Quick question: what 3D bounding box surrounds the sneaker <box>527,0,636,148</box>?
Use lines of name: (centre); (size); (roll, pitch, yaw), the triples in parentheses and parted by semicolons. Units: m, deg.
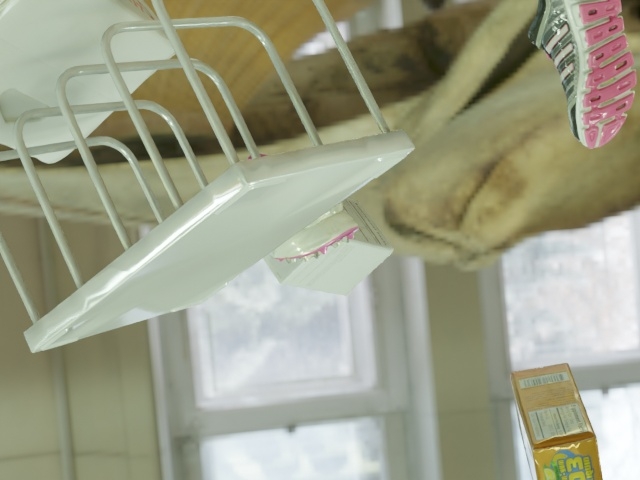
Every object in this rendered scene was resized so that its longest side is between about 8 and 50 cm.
sneaker: (0.218, -0.163, 1.222); (0.063, 0.170, 0.075); (-26, -152, -25)

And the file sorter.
file sorter: (-0.113, -0.063, 1.113); (0.278, 0.173, 0.193); (-36, 166, 38)

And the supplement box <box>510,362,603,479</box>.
supplement box: (0.271, 0.220, 1.661); (0.080, 0.078, 0.233); (-10, -164, 7)

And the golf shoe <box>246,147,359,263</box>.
golf shoe: (-0.082, -0.043, 1.816); (0.306, 0.140, 0.115); (-8, -161, 46)

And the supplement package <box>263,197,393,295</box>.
supplement package: (0.000, 0.000, 2.027); (0.105, 0.105, 0.179); (-44, 153, 19)

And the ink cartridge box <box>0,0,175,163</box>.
ink cartridge box: (-0.323, -0.275, 1.204); (0.160, 0.384, 0.279); (-40, 166, 7)
